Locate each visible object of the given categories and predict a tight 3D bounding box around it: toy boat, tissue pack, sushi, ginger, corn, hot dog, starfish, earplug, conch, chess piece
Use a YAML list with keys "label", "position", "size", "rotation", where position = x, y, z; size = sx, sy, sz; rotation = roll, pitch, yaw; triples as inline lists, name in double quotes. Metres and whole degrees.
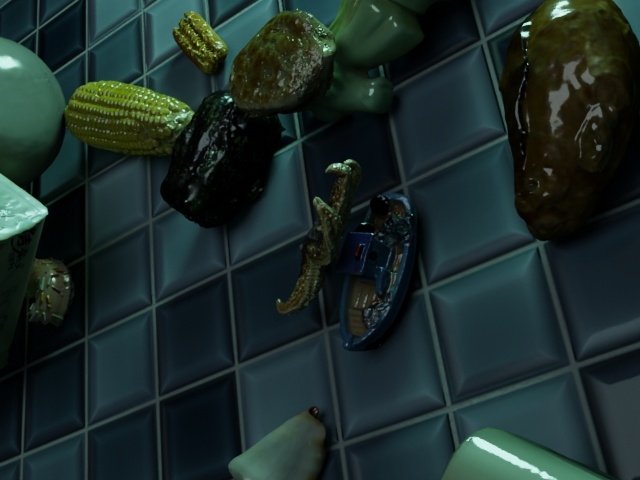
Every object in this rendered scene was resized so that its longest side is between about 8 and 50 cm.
- label: "toy boat"
  position: [0.070, 0.041, 1.221]
  size: [0.100, 0.097, 0.223]
  rotation: [3, 72, 43]
- label: "tissue pack"
  position: [-0.684, 0.036, 1.579]
  size: [0.332, 0.205, 0.405]
  rotation: [35, 127, 10]
- label: "sushi"
  position: [-0.156, -0.130, 1.458]
  size: [0.127, 0.124, 0.225]
  rotation: [25, 85, 45]
- label: "ginger"
  position: [0.296, -0.166, 1.090]
  size: [0.165, 0.172, 0.321]
  rotation: [12, 74, 3]
- label: "corn"
  position: [-0.346, -0.218, 1.648]
  size: [0.347, 0.130, 0.130]
  rotation: [16, 81, 43]
- label: "hot dog"
  position: [-0.220, -0.360, 1.666]
  size: [0.071, 0.045, 0.165]
  rotation: [-47, 48, 10]
- label: "starfish"
  position: [0.001, 0.002, 1.250]
  size: [0.071, 0.216, 0.238]
  rotation: [29, 98, 5]
- label: "earplug"
  position: [-0.667, -0.230, 1.758]
  size: [0.394, 0.313, 0.312]
  rotation: [-7, 66, 44]
- label: "conch"
  position: [-0.053, 0.307, 1.228]
  size: [0.176, 0.094, 0.104]
  rotation: [-37, 32, -14]
- label: "chess piece"
  position: [0.074, -0.305, 1.358]
  size: [0.176, 0.176, 0.298]
  rotation: [45, 114, 41]

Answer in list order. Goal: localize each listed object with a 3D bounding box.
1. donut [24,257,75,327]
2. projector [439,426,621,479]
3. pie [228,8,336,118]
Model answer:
- label: "donut"
  position: [-0.511, 0.083, 1.687]
  size: [0.166, 0.065, 0.117]
  rotation: [29, 90, 41]
- label: "projector"
  position: [0.240, 0.343, 0.846]
  size: [0.249, 0.248, 0.248]
  rotation: [21, 84, 42]
- label: "pie"
  position: [-0.056, -0.261, 1.360]
  size: [0.194, 0.079, 0.163]
  rotation: [4, 88, 41]
